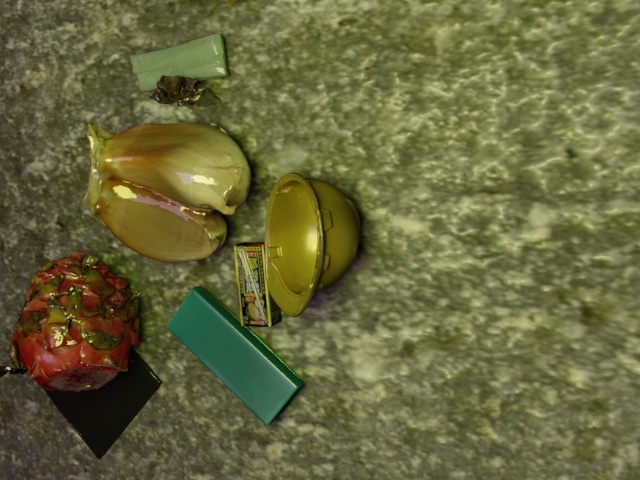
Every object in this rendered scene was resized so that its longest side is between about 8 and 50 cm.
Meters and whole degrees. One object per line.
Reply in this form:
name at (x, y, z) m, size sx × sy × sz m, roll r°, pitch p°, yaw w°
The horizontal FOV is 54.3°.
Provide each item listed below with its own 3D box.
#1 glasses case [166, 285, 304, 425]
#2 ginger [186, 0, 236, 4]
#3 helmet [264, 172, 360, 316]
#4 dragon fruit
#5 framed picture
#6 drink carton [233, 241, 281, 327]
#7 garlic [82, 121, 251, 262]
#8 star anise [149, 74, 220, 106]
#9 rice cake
glasses case at (-0.173, 0.231, 1.290) m, size 0.301 × 0.070 × 0.117 m, roll 42°, pitch 108°, yaw 15°
ginger at (-0.193, -0.559, 1.111) m, size 0.219 × 0.123 × 0.270 m, roll 36°, pitch 113°, yaw 19°
helmet at (0.000, 0.000, 1.118) m, size 0.205 × 0.140 × 0.256 m, roll 41°, pitch 131°, yaw 49°
dragon fruit at (-0.535, 0.171, 1.350) m, size 0.269 × 0.250 × 0.290 m, roll -30°, pitch 63°, yaw 20°
framed picture at (-0.540, 0.353, 1.518) m, size 0.244 × 0.013 × 0.323 m, roll 46°, pitch 115°, yaw 11°
drink carton at (-0.126, 0.086, 1.242) m, size 0.071 × 0.056 × 0.165 m, roll -2°, pitch 99°, yaw 23°
garlic at (-0.285, -0.097, 1.201) m, size 0.313 × 0.249 × 0.285 m, roll 12°, pitch 89°, yaw 3°
star anise at (-0.256, -0.286, 1.211) m, size 0.124 × 0.129 × 0.056 m, roll -18°, pitch 68°, yaw 63°
rice cake at (-0.281, -0.348, 1.241) m, size 0.222 × 0.042 × 0.080 m, roll -4°, pitch 102°, yaw 25°
